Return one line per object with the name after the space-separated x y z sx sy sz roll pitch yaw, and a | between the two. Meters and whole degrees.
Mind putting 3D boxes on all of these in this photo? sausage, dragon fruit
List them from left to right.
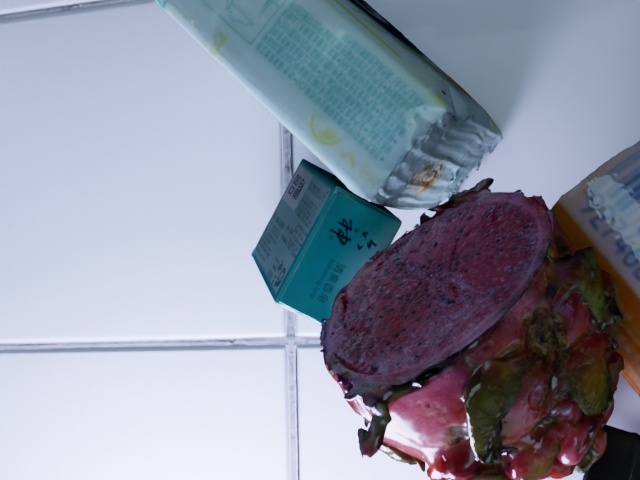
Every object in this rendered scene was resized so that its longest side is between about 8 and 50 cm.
0.167 0.138 1.094 0.314 0.296 0.263 -42 115 -10 | dragon fruit
0.393 0.046 1.151 0.233 0.233 0.287 -42 74 12 | sausage

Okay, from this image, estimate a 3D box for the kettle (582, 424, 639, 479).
0.420 0.389 1.140 0.324 0.228 0.321 16 118 17 | kettle

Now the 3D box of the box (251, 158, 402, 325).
0.000 0.000 1.283 0.092 0.245 0.153 27 97 -15 | box

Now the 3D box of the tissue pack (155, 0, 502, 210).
0.012 -0.213 1.276 0.388 0.287 0.162 45 106 17 | tissue pack
